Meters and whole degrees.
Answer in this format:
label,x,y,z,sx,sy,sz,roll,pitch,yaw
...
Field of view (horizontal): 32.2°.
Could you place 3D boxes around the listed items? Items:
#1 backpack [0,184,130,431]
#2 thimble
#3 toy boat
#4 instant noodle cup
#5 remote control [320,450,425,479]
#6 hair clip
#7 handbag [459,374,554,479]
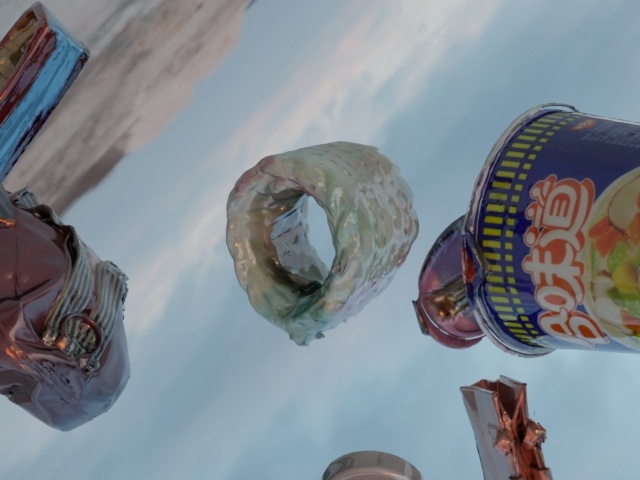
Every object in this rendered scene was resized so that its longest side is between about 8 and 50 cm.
label,x,y,z,sx,sy,sz,roll,pitch,yaw
backpack,-0.346,0.087,1.377,0.197,0.283,0.317,-39,-149,1
thimble,0.000,0.000,1.211,0.185,0.211,0.149,7,-163,34
toy boat,-0.346,-0.039,0.973,0.392,0.079,0.136,-50,-149,7
instant noodle cup,0.345,0.005,1.085,0.312,0.284,0.284,8,-128,47
remote control,0.032,0.247,0.791,0.022,0.077,0.245,-75,169,-57
hair clip,0.235,0.010,1.325,0.358,0.110,0.095,-26,-150,-30
handbag,0.209,0.254,1.181,0.059,0.212,0.157,-14,179,-5
